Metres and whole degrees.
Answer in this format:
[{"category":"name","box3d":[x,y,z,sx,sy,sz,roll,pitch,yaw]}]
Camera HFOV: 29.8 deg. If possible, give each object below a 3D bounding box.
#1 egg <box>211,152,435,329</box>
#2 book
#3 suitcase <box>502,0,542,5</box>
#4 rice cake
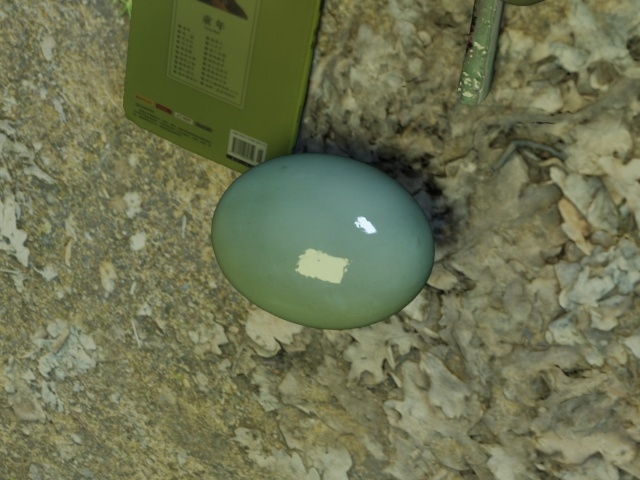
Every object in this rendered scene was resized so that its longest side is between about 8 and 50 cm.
[{"category":"egg","box3d":[0.000,0.000,1.400,0.282,0.203,0.203,9,125,35]},{"category":"book","box3d":[-0.116,-0.244,1.426,0.239,0.035,0.352,26,131,15]},{"category":"suitcase","box3d":[0.174,-0.369,1.017,0.339,0.194,0.351,-13,119,44]},{"category":"rice cake","box3d":[0.171,-0.232,1.240,0.033,0.033,0.208,20,129,19]}]
